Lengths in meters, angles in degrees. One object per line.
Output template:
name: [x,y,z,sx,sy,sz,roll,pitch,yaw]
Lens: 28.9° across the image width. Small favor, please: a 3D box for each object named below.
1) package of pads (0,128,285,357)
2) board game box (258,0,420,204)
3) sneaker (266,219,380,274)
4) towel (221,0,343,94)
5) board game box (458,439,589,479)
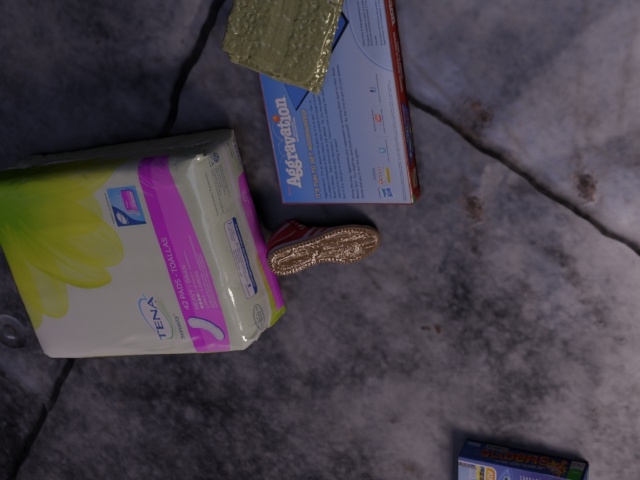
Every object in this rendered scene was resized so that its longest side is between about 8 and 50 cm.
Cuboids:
package of pads: [-0.201,0.013,1.345,0.297,0.101,0.229,-4,113,28]
board game box: [0.009,-0.167,1.200,0.145,0.027,0.281,1,116,22]
sneaker: [0.000,0.000,1.290,0.119,0.067,0.042,-12,111,-3]
towel: [-0.031,-0.217,1.159,0.110,0.027,0.148,24,124,12]
board game box: [0.218,0.321,1.357,0.136,0.035,0.201,9,119,20]
